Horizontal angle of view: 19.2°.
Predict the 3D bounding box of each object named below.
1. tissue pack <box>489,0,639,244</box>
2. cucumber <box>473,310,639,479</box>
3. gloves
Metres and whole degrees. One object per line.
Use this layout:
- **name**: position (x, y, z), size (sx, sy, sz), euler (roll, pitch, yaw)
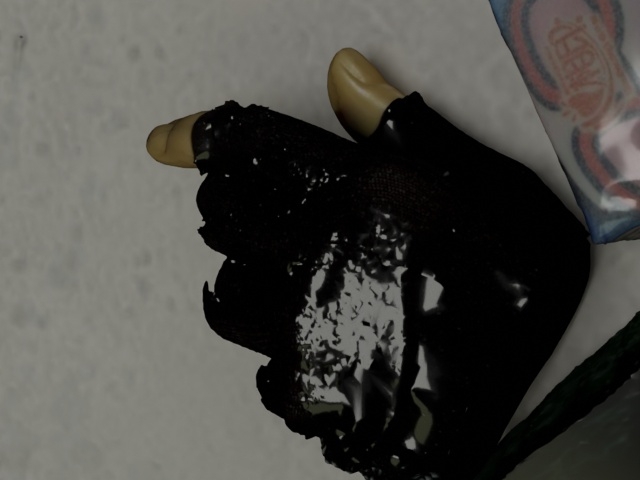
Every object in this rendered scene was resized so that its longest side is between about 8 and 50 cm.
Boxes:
- **tissue pack**: position (0.143, -0.081, 0.638), size (0.155, 0.065, 0.115), euler (-28, 78, 28)
- **cucumber**: position (0.095, 0.089, 0.689), size (0.070, 0.046, 0.220), euler (49, 115, 10)
- **gloves**: position (-0.002, 0.002, 0.699), size (0.180, 0.106, 0.129), euler (28, 108, 21)
